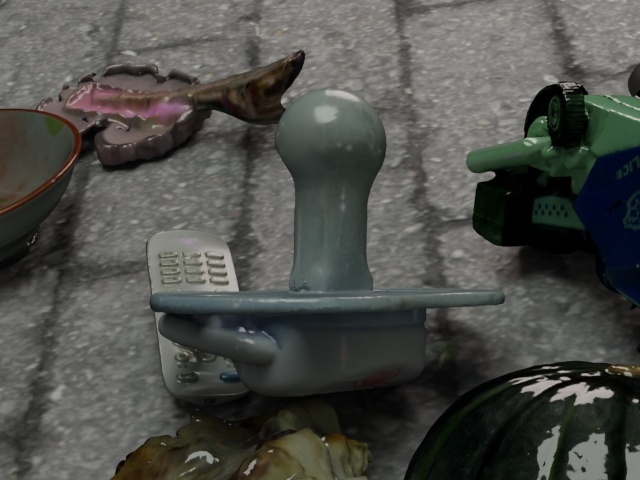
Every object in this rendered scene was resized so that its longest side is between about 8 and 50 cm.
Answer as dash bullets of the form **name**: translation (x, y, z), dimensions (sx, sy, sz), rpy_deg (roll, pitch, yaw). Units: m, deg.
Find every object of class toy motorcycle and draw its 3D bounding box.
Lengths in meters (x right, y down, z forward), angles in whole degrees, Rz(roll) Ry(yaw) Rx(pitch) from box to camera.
- **toy motorcycle**: translation (0.240, -0.020, 1.365), dimensions (0.125, 0.196, 0.331), rpy_deg (-2, 11, -25)

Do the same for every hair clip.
- **hair clip**: translation (-0.142, -0.136, 1.783), dimensions (0.300, 0.069, 0.173), rpy_deg (-4, 27, 31)

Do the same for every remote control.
- **remote control**: translation (-0.103, 0.061, 1.453), dimensions (0.073, 0.044, 0.229), rpy_deg (2, 35, -13)

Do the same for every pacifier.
- **pacifier**: translation (0.000, 0.000, 1.315), dimensions (0.238, 0.225, 0.287), rpy_deg (4, 0, 44)

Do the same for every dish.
- **dish**: translation (-0.339, -0.030, 1.644), dimensions (0.260, 0.085, 0.260), rpy_deg (-9, 28, 5)

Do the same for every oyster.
- **oyster**: translation (-0.060, 0.186, 1.156), dimensions (0.201, 0.107, 0.354), rpy_deg (-11, 29, 5)

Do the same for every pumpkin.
- **pumpkin**: translation (0.172, 0.172, 1.013), dimensions (0.250, 0.216, 0.250), rpy_deg (-12, -4, -1)

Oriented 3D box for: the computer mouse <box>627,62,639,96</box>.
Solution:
- **computer mouse**: translation (0.400, -0.142, 1.641), dimensions (0.232, 0.057, 0.120), rpy_deg (9, 34, 35)
